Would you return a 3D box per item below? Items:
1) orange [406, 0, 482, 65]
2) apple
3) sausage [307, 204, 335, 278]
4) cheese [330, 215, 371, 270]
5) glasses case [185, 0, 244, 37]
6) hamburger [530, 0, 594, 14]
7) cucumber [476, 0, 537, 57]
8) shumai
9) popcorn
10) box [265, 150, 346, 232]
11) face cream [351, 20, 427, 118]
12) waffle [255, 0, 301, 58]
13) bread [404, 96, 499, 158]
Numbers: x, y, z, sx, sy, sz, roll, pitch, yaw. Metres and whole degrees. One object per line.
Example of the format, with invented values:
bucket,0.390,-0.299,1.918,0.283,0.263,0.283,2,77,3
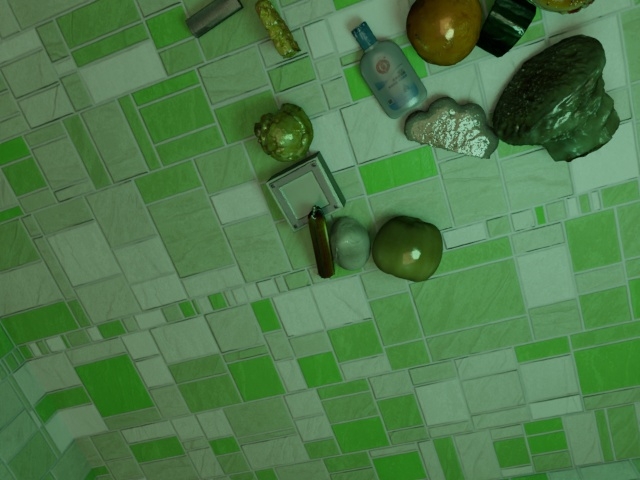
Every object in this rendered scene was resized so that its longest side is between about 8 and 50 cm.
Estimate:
orange,0.395,-0.687,1.618,0.246,0.246,0.246,3,111,7
apple,0.330,0.033,1.901,0.262,0.262,0.262,3,111,7
sausage,0.000,0.000,1.943,0.082,0.082,0.372,-2,136,8
cheese,0.119,0.018,1.957,0.154,0.198,0.189,-5,119,5
glasses case,-0.377,-0.802,1.781,0.205,0.047,0.071,-26,106,16
hamburger,0.759,-0.854,1.543,0.300,0.176,0.300,3,111,8
cucumber,0.592,-0.696,1.627,0.130,0.191,0.191,29,112,2
shumai,0.803,-0.428,1.654,0.323,0.324,0.397,32,116,-21
popcorn,-0.122,-0.385,1.814,0.183,0.221,0.204,-6,113,35
box,-0.054,-0.186,1.935,0.225,0.117,0.225,-25,105,16
face cream,0.226,-0.602,1.759,0.163,0.080,0.337,-31,104,18
waffle,-0.152,-0.728,1.718,0.055,0.160,0.211,-28,106,17
bread,0.473,-0.409,1.793,0.337,0.102,0.183,15,108,4
